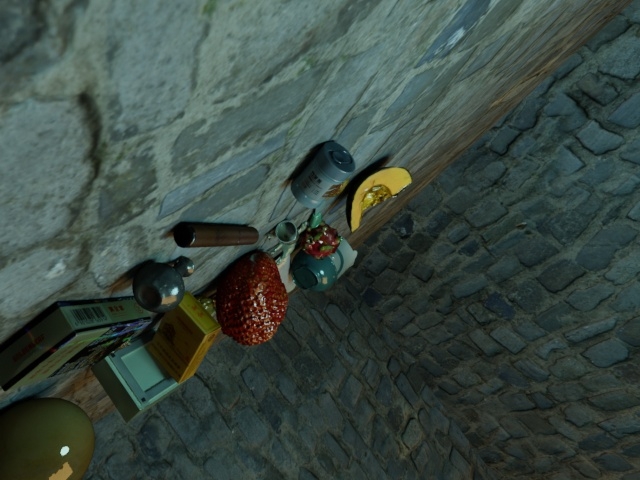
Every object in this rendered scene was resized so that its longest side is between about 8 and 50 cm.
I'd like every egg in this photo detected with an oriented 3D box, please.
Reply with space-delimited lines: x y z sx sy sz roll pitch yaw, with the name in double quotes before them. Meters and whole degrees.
"egg" -0.845 0.631 1.337 0.374 0.301 0.301 -39 171 16

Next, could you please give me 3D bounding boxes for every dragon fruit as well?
"dragon fruit" 0.000 0.000 1.892 0.166 0.160 0.172 -15 -177 27

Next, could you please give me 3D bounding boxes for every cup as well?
"cup" -0.009 0.104 2.107 0.257 0.219 0.289 -42 -173 -33
"cup" -0.123 -0.014 1.555 0.102 0.074 0.099 -36 172 -2

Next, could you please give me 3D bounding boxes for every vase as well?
"vase" -0.364 0.093 1.090 0.120 0.120 0.183 -40 -171 22

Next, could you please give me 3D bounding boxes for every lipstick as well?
"lipstick" -0.245 -0.012 1.133 0.057 0.057 0.356 -38 172 11

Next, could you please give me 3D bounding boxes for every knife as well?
"knife" -0.005 -0.110 1.684 0.063 0.035 0.260 -38 169 -19

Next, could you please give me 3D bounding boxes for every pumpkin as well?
"pumpkin" 0.172 -0.199 1.721 0.312 0.148 0.169 -42 130 11

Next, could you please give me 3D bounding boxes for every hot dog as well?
"hot dog" 0.044 -0.175 1.436 0.099 0.053 0.192 -38 175 -22

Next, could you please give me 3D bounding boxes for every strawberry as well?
"strawberry" -0.249 0.186 1.672 0.312 0.267 0.351 -75 172 -49

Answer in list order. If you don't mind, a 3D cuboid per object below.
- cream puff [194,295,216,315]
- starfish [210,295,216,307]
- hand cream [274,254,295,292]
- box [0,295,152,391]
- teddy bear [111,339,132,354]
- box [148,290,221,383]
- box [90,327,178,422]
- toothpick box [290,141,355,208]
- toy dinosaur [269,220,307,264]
"cream puff" -0.442 0.254 1.622 0.144 0.103 0.126 -38 -175 12
"starfish" -0.466 0.287 1.852 0.302 0.060 0.299 -44 177 6
"hand cream" -0.195 0.153 2.129 0.185 0.118 0.359 -34 160 -7
"box" -0.554 0.223 1.053 0.198 0.084 0.310 -38 172 3
"teddy bear" -0.569 0.277 1.298 0.119 0.078 0.160 -56 -179 -16
"box" -0.457 0.326 1.525 0.076 0.174 0.274 -26 153 -57
"box" -0.617 0.456 1.586 0.117 0.225 0.225 -43 171 32
"toothpick box" 0.006 -0.165 1.166 0.101 0.101 0.153 -27 167 -49
"toy dinosaur" -0.132 0.028 1.811 0.167 0.053 0.242 -40 166 -27
